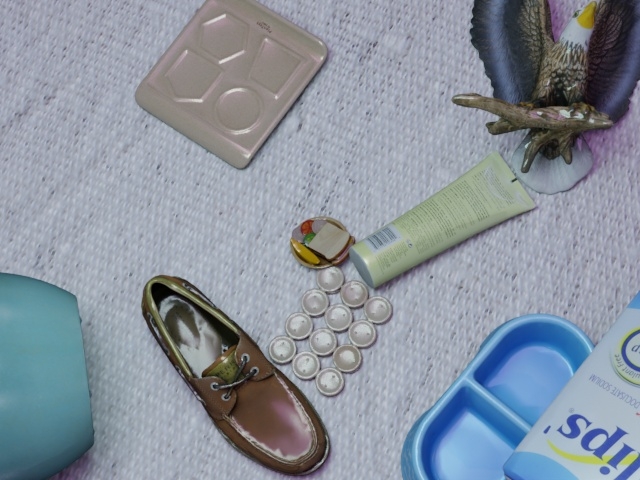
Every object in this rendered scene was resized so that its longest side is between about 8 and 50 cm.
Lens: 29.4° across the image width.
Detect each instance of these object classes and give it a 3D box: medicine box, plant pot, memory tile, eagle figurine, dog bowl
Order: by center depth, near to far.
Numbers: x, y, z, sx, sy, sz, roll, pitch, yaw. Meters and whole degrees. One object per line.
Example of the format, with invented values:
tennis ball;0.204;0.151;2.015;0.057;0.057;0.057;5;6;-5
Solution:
medicine box;0.396;0.232;1.317;0.263;0.149;0.289;32;76;38
plant pot;-0.391;0.167;1.428;0.235;0.293;0.293;-7;71;-12
dog bowl;0.221;0.210;1.454;0.166;0.074;0.297;39;80;16
memory tile;0.013;0.114;1.539;0.113;0.012;0.148;31;77;14
eagle figurine;0.311;-0.234;1.557;0.226;0.225;0.298;41;40;-23

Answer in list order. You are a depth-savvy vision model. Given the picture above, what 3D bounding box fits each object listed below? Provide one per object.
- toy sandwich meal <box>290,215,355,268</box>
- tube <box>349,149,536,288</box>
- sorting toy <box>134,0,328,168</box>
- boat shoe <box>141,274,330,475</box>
toy sandwich meal;0.000;0.000;1.561;0.086;0.029;0.085;-4;60;7
tube;0.153;-0.021;1.550;0.240;0.062;0.070;-31;115;-11
sorting toy;-0.120;-0.223;1.654;0.193;0.038;0.208;33;82;15
boat shoe;-0.114;0.166;1.485;0.307;0.104;0.111;42;80;16
